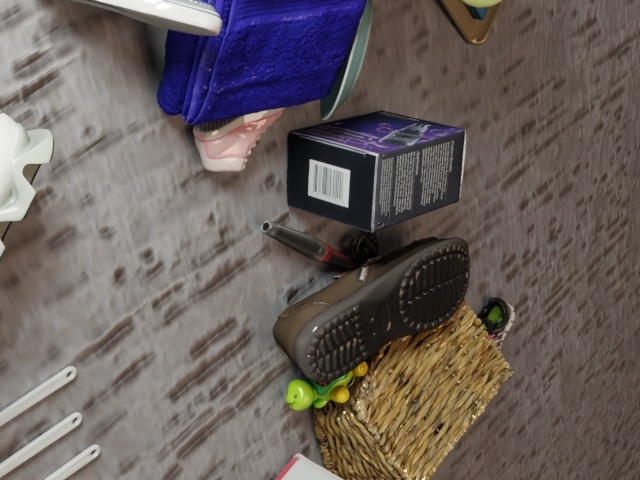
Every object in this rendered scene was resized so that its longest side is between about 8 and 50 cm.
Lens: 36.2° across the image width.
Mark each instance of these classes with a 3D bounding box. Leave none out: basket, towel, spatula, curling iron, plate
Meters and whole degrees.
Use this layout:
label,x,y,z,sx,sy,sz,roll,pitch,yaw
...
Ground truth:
label,x,y,z,sx,sy,sz,roll,pitch,yaw
basket,0.114,0.233,1.574,0.299,0.223,0.213,-43,102,-32
towel,-0.041,-0.245,1.020,0.227,0.076,0.308,-11,149,-26
spatula,-0.345,0.247,1.061,0.242,0.019,0.168,-34,129,-38
curling iron,0.000,0.000,1.371,0.274,0.035,0.068,13,99,-54
plate,0.035,-0.238,1.211,0.024,0.188,0.188,12,98,-10

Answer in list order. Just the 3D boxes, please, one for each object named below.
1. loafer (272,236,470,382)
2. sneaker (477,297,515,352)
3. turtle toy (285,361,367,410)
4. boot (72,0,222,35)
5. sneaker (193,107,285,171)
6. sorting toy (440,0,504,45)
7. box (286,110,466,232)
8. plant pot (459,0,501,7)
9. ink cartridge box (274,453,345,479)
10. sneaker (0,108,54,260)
label,x,y,z,sx,sy,sz,roll,pitch,yaw
loafer,0.076,0.075,1.421,0.366,0.130,0.134,-22,120,-38
sneaker,0.308,0.177,1.819,0.170,0.063,0.075,-62,143,-19
turtle toy,0.001,0.198,1.426,0.066,0.095,0.130,50,63,-26
boot,-0.177,-0.257,0.924,0.069,0.190,0.086,-106,-148,-89
sneaker,-0.095,-0.127,1.184,0.134,0.051,0.070,-32,130,-36
sorting toy,0.261,-0.479,1.481,0.229,0.041,0.307,35,78,-52
box,0.078,-0.099,1.330,0.207,0.153,0.108,-21,121,-47
plant pot,0.101,-0.427,1.123,0.276,0.254,0.276,-30,131,-43
ink cartridge box,-0.010,0.565,1.506,0.279,0.160,0.385,-48,138,-27
sneaker,-0.374,0.024,0.865,0.146,0.122,0.331,25,87,-35
